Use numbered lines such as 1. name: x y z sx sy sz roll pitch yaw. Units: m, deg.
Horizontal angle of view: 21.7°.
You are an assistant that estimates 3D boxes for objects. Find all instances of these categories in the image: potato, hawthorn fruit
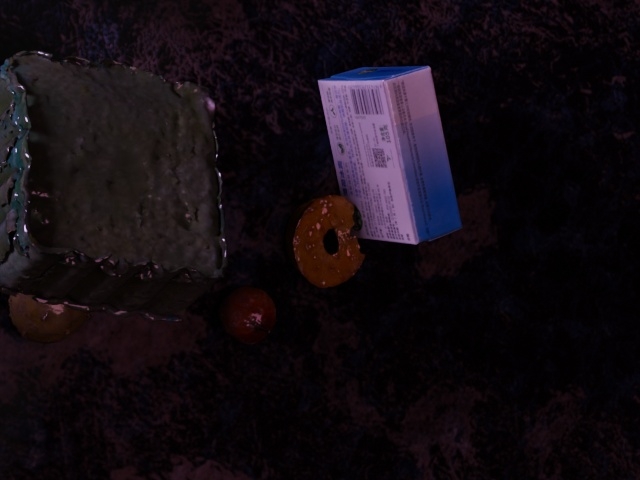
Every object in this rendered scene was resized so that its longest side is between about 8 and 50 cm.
1. potato: -0.279 0.041 1.758 0.092 0.070 0.138 13 87 -29
2. hawthorn fruit: -0.074 0.092 1.873 0.067 0.103 0.066 -9 116 -19

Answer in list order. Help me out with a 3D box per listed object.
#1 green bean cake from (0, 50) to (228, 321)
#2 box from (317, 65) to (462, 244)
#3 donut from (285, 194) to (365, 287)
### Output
1. green bean cake: -0.226 -0.058 1.710 0.241 0.132 0.255 6 61 -29
2. box: 0.079 -0.099 1.927 0.073 0.139 0.194 -20 105 -30
3. donut: 0.000 0.000 1.944 0.097 0.043 0.108 -14 103 -30
